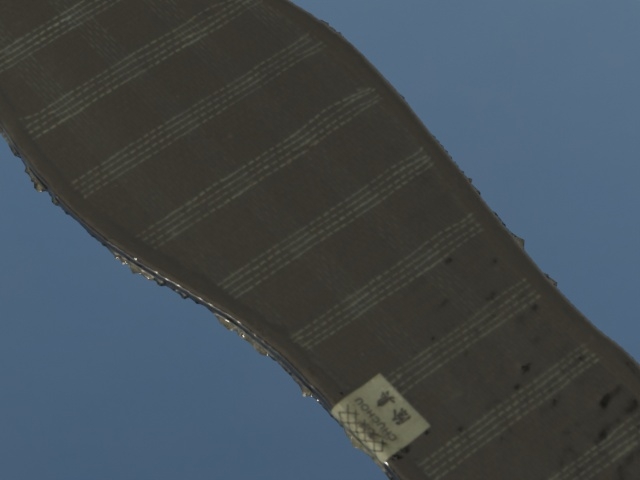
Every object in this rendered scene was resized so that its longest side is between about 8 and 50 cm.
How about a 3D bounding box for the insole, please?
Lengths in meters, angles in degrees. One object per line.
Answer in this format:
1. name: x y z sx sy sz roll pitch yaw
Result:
1. insole: 0.000 0.000 0.569 0.110 0.012 0.309 -34 -118 -17
